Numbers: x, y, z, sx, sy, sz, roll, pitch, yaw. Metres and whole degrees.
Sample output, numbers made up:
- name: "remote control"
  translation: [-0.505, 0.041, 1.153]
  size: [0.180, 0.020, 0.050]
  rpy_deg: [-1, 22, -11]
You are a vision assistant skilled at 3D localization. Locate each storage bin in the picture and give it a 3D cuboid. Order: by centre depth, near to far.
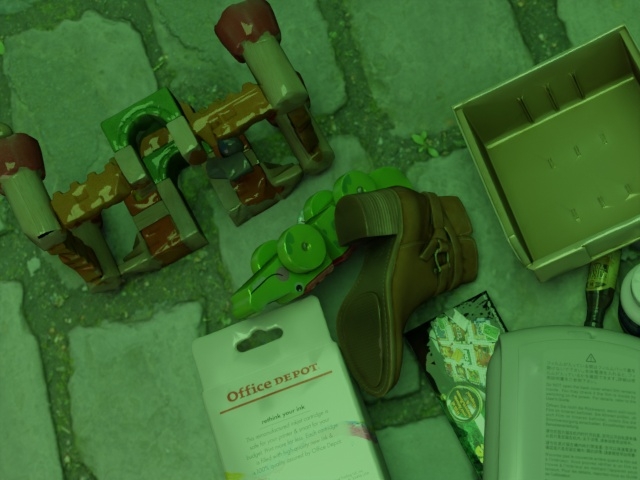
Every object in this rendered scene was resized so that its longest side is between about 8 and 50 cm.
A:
- name: "storage bin"
  translation: [0.354, -0.115, 1.628]
  size: [0.262, 0.123, 0.260]
  rpy_deg: [-25, 57, 12]

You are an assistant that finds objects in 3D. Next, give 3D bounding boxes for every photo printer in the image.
- name: "photo printer"
  translation: [0.337, 0.260, 1.537]
  size: [0.256, 0.107, 0.307]
  rpy_deg: [5, 66, 0]

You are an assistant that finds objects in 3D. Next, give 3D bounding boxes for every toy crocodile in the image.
- name: "toy crocodile"
  translation: [0.003, 0.001, 1.667]
  size: [0.105, 0.115, 0.340]
  rpy_deg: [50, 54, -6]

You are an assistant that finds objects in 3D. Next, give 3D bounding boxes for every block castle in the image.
- name: "block castle"
  translation: [-0.224, -0.140, 1.713]
  size: [0.453, 0.303, 0.213]
  rpy_deg: [-30, 68, 1]

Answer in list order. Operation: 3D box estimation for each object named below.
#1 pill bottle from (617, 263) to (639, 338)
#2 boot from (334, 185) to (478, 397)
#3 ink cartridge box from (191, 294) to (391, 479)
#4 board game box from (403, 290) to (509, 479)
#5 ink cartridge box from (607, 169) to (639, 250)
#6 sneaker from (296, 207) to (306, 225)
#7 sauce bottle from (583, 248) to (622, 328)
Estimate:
- name: "pill bottle"
  translation: [0.441, 0.079, 1.566]
  size: [0.094, 0.169, 0.094]
  rpy_deg: [-4, 72, 12]
- name: "boot"
  translation: [0.126, 0.065, 1.646]
  size: [0.109, 0.220, 0.283]
  rpy_deg: [-18, 78, 47]
- name: "ink cartridge box"
  translation: [-0.030, 0.277, 1.634]
  size: [0.207, 0.119, 0.353]
  rpy_deg: [-21, 70, 5]
- name: "board game box"
  translation: [0.232, 0.212, 1.647]
  size: [0.136, 0.030, 0.260]
  rpy_deg: [-27, 69, 1]
- name: "ink cartridge box"
  translation: [0.534, -0.043, 1.646]
  size: [0.311, 0.065, 0.186]
  rpy_deg: [32, 82, 21]
- name: "sneaker"
  translation: [0.000, 0.000, 1.762]
  size: [0.069, 0.038, 0.098]
  rpy_deg: [-1, 81, 10]
- name: "sauce bottle"
  translation: [0.390, 0.063, 1.651]
  size: [0.042, 0.042, 0.128]
  rpy_deg: [8, 73, 15]
